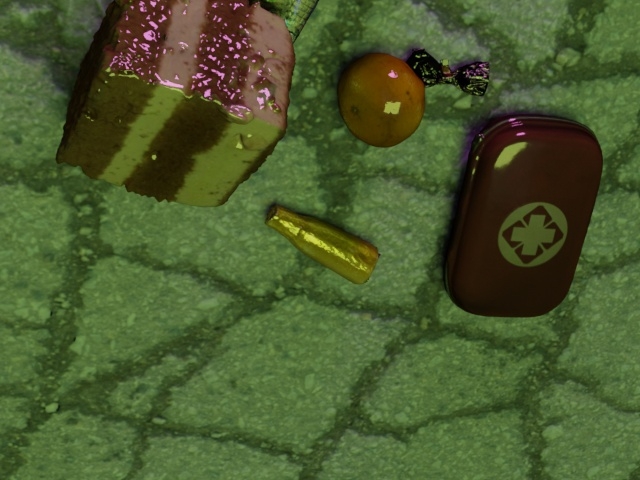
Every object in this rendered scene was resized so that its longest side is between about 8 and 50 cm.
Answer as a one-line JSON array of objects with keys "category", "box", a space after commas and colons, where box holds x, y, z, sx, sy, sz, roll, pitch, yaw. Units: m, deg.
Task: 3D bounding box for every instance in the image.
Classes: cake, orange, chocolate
[{"category": "cake", "box": [-0.216, -0.218, 1.685, 0.290, 0.255, 0.282, 23, 140, -21]}, {"category": "orange", "box": [0.105, -0.235, 1.866, 0.136, 0.159, 0.159, -27, 125, -33]}, {"category": "chocolate", "box": [0.214, -0.289, 1.920, 0.147, 0.070, 0.072, 14, 123, -9]}, {"category": "chocolate", "box": [0.000, 0.000, 1.998, 0.219, 0.085, 0.085, 29, 107, -25]}]

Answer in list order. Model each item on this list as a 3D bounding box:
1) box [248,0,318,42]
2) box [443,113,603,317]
[{"category": "box", "box": [-0.064, -0.465, 1.737, 0.198, 0.084, 0.310, 26, 108, -25]}, {"category": "box", "box": [0.368, -0.037, 2.053, 0.263, 0.108, 0.404, 2, 117, -14]}]
